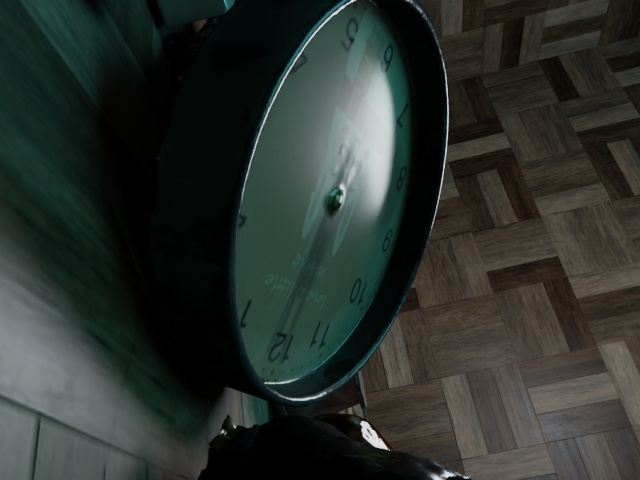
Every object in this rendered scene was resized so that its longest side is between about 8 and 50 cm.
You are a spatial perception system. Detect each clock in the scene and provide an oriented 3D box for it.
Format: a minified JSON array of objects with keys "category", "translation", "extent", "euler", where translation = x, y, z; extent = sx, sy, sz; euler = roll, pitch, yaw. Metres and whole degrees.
[{"category":"clock","translation":[0.012,-0.037,0.528],"extent":[0.386,0.076,0.387],"euler":[-35,133,-48]}]

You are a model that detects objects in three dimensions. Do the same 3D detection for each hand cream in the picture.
[{"category":"hand cream","translation":[-0.157,-0.213,0.644],"extent":[0.093,0.019,0.030],"euler":[-121,-164,-83]}]

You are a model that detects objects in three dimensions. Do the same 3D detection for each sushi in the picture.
[{"category":"sushi","translation":[0.028,0.277,0.436],"extent":[0.235,0.207,0.349],"euler":[-59,139,-27]}]

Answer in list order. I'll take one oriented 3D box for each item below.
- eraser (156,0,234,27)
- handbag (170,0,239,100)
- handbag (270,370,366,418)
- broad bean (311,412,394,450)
[{"category":"eraser","translation":[-0.162,-0.366,0.563],"extent":[0.124,0.081,0.279],"euler":[-98,173,-57]},{"category":"handbag","translation":[-0.058,-0.124,0.715],"extent":[0.325,0.162,0.327],"euler":[-91,173,-59]},{"category":"handbag","translation":[-0.011,0.147,0.782],"extent":[0.179,0.116,0.205],"euler":[51,26,-81]},{"category":"broad bean","translation":[0.037,0.299,0.695],"extent":[0.122,0.156,0.229],"euler":[-93,163,-52]}]
